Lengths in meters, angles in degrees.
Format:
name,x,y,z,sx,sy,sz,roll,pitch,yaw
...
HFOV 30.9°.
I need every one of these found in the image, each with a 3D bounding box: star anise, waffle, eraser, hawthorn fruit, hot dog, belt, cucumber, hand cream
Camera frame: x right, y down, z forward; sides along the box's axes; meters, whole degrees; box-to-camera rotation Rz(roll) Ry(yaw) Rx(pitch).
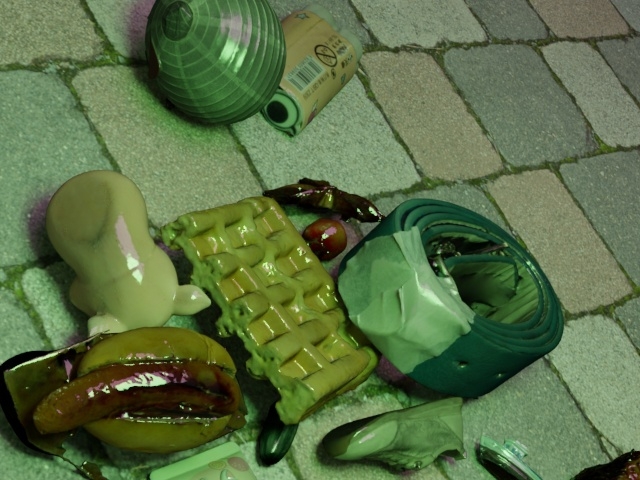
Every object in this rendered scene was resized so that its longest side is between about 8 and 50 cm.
name,x,y,z,sx,sy,sz,roll,pitch,yaw
star anise,0.011,-0.071,1.930,0.212,0.053,0.157,10,11,2
waffle,-0.062,0.084,1.696,0.348,0.077,0.304,53,24,7
eraser,-0.036,-0.321,2.117,0.171,0.087,0.290,43,41,-4
hawthorn fruit,0.005,0.000,1.884,0.077,0.077,0.077,23,44,-24
hot dog,-0.215,0.199,1.430,0.326,0.107,0.194,-14,91,-36
belt,0.219,0.091,1.861,0.436,0.173,0.300,4,50,-48
cucumber,-0.058,0.269,1.612,0.048,0.048,0.105,34,41,-12
hand cream,-0.084,0.396,1.463,0.147,0.093,0.306,-15,56,-42

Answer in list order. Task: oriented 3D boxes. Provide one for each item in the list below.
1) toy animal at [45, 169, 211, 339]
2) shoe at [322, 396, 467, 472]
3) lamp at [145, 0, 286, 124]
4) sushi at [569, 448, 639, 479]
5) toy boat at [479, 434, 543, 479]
name,x,y,z,sx,sy,sz,roll,pitch,yaw
toy animal,-0.276,0.018,1.560,0.166,0.154,0.250,-28,73,-5
shoe,0.118,0.295,1.701,0.275,0.103,0.098,-5,73,-40
lamp,-0.175,-0.321,1.884,0.233,0.233,0.265,13,68,-32
sushi,0.448,0.442,1.788,0.196,0.182,0.343,46,36,13
toy boat,0.309,0.355,1.834,0.140,0.059,0.066,38,56,0
